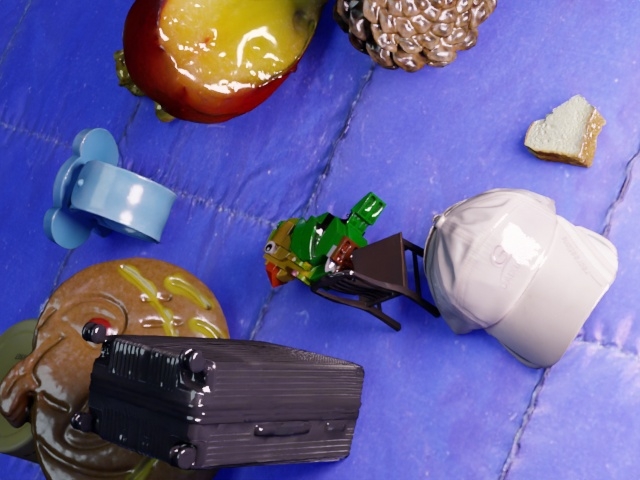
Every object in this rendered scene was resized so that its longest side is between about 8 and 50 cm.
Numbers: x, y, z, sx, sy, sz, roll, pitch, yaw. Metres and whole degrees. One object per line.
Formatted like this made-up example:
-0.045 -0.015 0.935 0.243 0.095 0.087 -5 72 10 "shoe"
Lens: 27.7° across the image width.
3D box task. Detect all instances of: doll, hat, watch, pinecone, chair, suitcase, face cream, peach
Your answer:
-0.002 0.008 1.875 0.186 0.106 0.134 -9 59 38 "doll"
0.241 0.044 1.632 0.219 0.164 0.226 -58 24 5 "hat"
-0.336 -0.067 2.164 0.193 0.211 0.210 16 81 29 "watch"
0.123 -0.372 1.865 0.243 0.243 0.257 -50 42 11 "pinecone"
0.067 0.039 1.726 0.084 0.212 0.101 -24 57 32 "chair"
-0.126 0.204 1.727 0.230 0.335 0.152 10 92 43 "suitcase"
-0.418 0.250 2.068 0.218 0.179 0.218 -18 59 34 "face cream"
-0.143 -0.343 2.064 0.338 0.281 0.281 -34 51 17 "peach"

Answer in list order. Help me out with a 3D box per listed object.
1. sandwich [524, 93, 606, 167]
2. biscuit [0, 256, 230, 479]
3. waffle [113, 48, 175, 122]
0.322 -0.146 1.717 0.105 0.036 0.093 8 77 44 "sandwich"
-0.298 0.211 1.913 0.070 0.351 0.394 107 152 -63 "biscuit"
-0.276 -0.325 2.305 0.253 0.056 0.249 -1 69 38 "waffle"
